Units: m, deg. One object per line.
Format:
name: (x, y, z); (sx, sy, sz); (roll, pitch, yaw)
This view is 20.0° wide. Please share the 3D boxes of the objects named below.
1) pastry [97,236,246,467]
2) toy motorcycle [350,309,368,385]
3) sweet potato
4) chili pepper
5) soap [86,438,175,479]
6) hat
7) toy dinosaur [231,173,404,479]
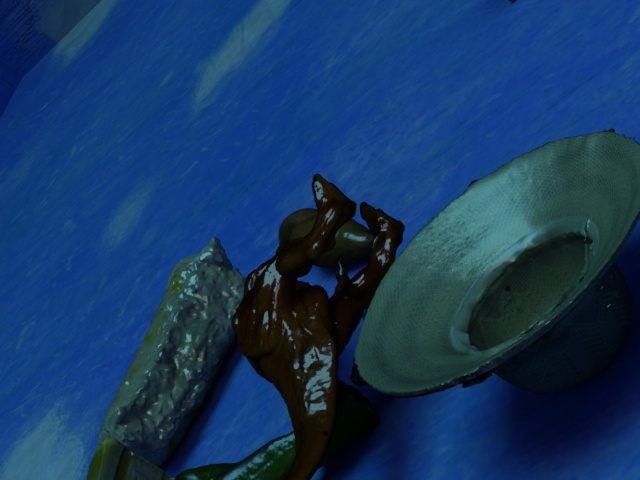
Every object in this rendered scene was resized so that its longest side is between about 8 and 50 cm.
pastry: (-0.146, 0.117, 1.822); (0.121, 0.089, 0.258); (-31, 27, 53)
toy motorcycle: (0.096, 0.034, 1.461); (0.205, 0.076, 0.114); (-46, 13, 14)
sweet potato: (0.001, -0.002, 1.754); (0.202, 0.058, 0.055); (14, 88, 68)
chili pepper: (-0.055, 0.200, 1.491); (0.253, 0.083, 0.099); (-41, 13, 20)
soap: (-0.178, 0.281, 1.598); (0.037, 0.092, 0.252); (-43, 21, 28)
hat: (0.151, 0.046, 1.246); (0.252, 0.110, 0.252); (-36, 21, 16)
toy dinosaur: (-0.009, 0.059, 1.416); (0.208, 0.097, 0.432); (-61, 11, 14)
